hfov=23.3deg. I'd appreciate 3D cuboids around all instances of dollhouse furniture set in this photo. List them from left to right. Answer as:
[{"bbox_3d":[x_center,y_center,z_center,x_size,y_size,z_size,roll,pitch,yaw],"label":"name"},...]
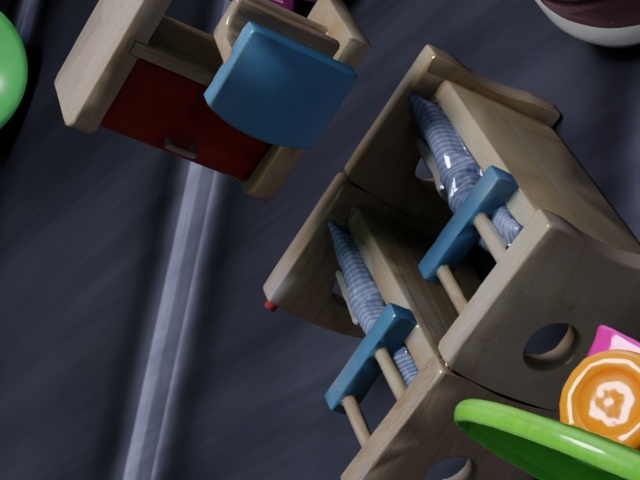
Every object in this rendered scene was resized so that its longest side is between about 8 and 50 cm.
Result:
[{"bbox_3d":[0.000,0.000,0.547,0.129,0.184,0.129,-56,31,22],"label":"dollhouse furniture set"}]

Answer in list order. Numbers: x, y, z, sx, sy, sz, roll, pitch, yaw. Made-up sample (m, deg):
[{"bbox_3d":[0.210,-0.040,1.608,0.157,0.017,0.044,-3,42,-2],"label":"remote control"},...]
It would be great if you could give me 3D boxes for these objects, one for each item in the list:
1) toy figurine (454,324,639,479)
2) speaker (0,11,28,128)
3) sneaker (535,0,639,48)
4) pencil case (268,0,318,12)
[{"bbox_3d":[0.143,0.011,0.396,0.173,0.130,0.159,20,79,39],"label":"toy figurine"},{"bbox_3d":[-0.341,-0.132,1.273,0.296,0.131,0.131,3,74,60],"label":"speaker"},{"bbox_3d":[0.117,-0.145,0.466,0.281,0.163,0.106,-23,52,53],"label":"sneaker"},{"bbox_3d":[-0.008,-0.238,0.809,0.104,0.104,0.236,10,80,61],"label":"pencil case"}]
